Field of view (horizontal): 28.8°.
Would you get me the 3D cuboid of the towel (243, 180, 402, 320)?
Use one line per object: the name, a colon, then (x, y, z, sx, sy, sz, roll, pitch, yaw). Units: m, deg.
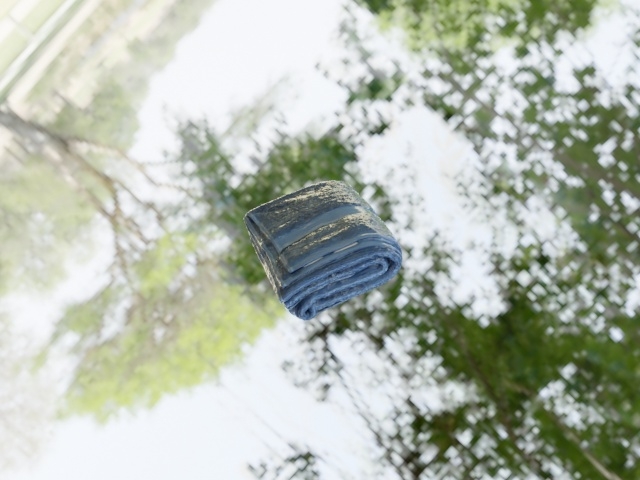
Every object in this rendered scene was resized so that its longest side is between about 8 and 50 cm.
towel: (0.000, 0.000, 0.655, 0.067, 0.029, 0.119, -25, -159, -3)
